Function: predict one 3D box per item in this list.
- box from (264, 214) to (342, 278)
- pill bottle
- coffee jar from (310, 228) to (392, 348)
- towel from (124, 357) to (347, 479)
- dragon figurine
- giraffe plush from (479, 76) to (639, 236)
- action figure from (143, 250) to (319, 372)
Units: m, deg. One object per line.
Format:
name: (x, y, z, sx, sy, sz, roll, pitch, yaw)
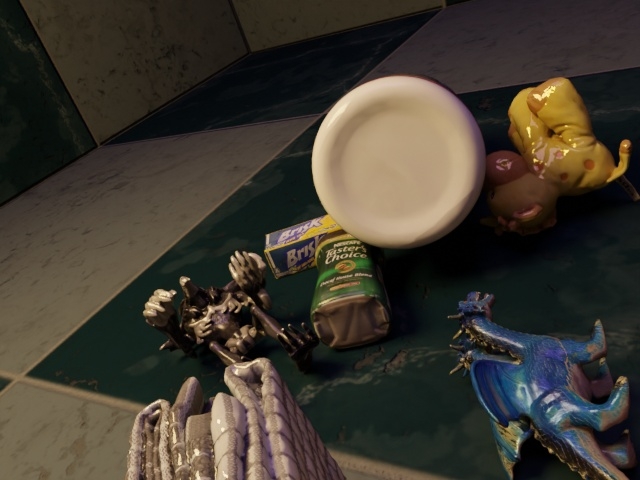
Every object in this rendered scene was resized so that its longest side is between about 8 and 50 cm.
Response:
box: (0.000, 0.000, 0.918, 0.168, 0.054, 0.059, -19, 27, 6)
pill bottle: (0.120, -0.135, 0.858, 0.210, 0.210, 0.363, -13, 14, 15)
coffee jar: (0.039, 0.052, 0.768, 0.096, 0.079, 0.184, -15, 27, 10)
towel: (-0.021, 0.231, 0.319, 0.121, 0.235, 0.284, -27, 27, 1)
dragon figurine: (0.179, 0.142, 0.499, 0.143, 0.085, 0.289, -12, 28, 17)
giraffe plush: (0.288, -0.086, 0.798, 0.170, 0.181, 0.210, -34, 63, -4)
action figure: (-0.124, 0.091, 0.748, 0.164, 0.141, 0.275, -36, 34, -24)
